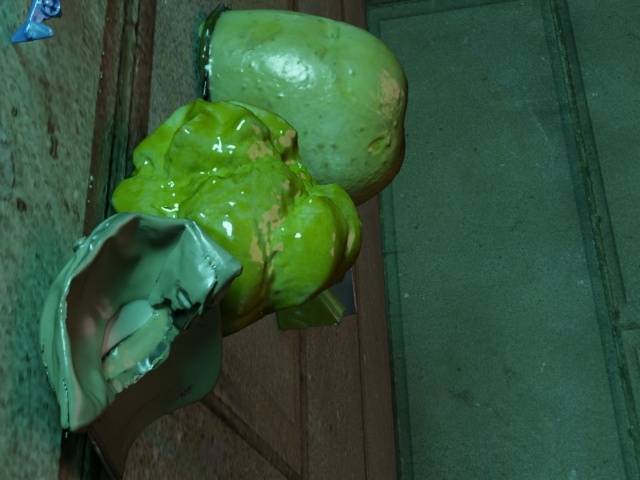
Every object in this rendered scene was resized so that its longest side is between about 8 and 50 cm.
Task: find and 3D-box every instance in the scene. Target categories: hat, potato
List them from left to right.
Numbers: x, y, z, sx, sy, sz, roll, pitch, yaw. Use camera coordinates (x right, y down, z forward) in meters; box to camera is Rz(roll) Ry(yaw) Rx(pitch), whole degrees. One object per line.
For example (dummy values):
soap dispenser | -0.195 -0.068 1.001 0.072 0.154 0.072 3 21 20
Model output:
hat | -0.131 0.077 0.564 0.147 0.085 0.175 -43 157 -38
potato | -0.007 -0.135 1.003 0.243 0.242 0.286 -82 166 -58

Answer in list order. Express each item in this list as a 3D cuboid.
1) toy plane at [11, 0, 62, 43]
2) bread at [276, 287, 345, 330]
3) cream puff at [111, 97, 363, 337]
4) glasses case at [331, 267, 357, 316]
toy plane | -0.176 -0.200 0.507 0.062 0.054 0.167 -28 112 -53
bread | -0.020 0.043 1.182 0.074 0.084 0.139 -54 136 -75
cream puff | -0.066 -0.021 0.687 0.221 0.194 0.195 -53 136 -83
glasses case | 0.000 0.000 1.486 0.105 0.056 0.266 -7 91 -57
